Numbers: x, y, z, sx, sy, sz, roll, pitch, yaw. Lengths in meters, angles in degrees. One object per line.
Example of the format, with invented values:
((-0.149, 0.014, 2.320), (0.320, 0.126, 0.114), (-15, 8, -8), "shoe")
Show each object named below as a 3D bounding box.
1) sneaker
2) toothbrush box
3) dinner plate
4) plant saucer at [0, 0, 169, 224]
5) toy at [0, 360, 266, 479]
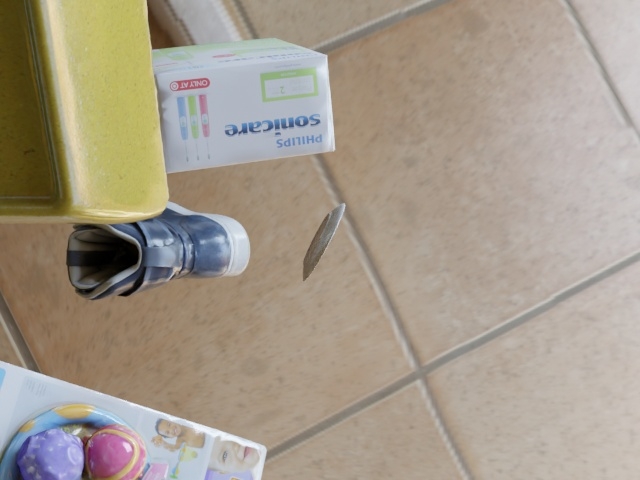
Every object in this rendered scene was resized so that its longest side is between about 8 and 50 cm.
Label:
((-0.203, 0.007, 1.206), (0.163, 0.226, 0.086), (-8, 95, -39), "sneaker")
((-0.119, -0.177, 1.484), (0.206, 0.283, 0.122), (-8, 107, -12), "toothbrush box")
((0.000, 0.000, 1.893), (0.017, 0.141, 0.141), (27, 77, -5), "dinner plate")
((-0.283, -0.134, 0.774), (0.333, 0.081, 0.332), (0, 124, 2), "plant saucer")
((-0.150, 0.176, 0.846), (0.237, 0.056, 0.136), (23, 64, -21), "toy")
